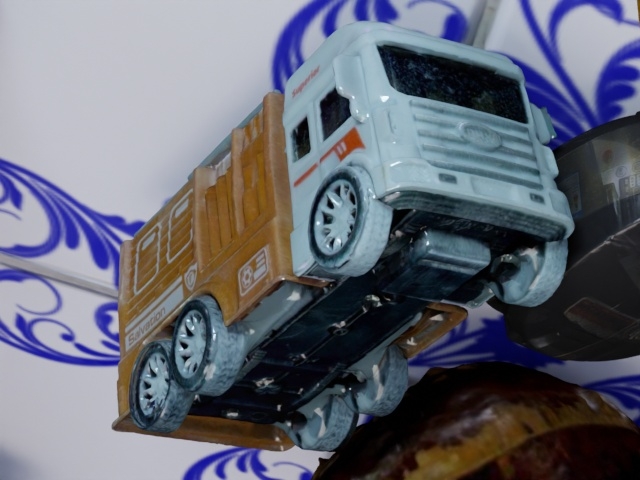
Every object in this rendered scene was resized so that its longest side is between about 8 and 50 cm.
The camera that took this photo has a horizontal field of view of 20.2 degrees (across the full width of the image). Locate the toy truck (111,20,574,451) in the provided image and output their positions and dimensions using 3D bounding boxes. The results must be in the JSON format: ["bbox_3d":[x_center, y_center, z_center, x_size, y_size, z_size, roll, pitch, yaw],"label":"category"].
[{"bbox_3d":[0.000,0.000,1.004,0.136,0.162,0.305,11,147,-31],"label":"toy truck"}]

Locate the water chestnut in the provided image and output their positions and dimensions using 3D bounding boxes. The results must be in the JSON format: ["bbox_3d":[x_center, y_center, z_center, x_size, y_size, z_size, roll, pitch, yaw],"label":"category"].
[{"bbox_3d":[0.094,0.202,1.178,0.300,0.300,0.300,11,142,9],"label":"water chestnut"}]

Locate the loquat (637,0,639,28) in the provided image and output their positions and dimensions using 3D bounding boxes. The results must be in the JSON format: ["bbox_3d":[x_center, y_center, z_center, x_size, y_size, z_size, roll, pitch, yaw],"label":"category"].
[{"bbox_3d":[0.255,-0.106,0.699,0.263,0.263,0.263,11,142,9],"label":"loquat"}]

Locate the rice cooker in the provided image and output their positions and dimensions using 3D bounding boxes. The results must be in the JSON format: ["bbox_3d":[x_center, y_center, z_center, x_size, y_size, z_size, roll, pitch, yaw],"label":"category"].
[{"bbox_3d":[0.164,-0.001,0.979,0.112,0.106,0.165,22,148,-30],"label":"rice cooker"}]
